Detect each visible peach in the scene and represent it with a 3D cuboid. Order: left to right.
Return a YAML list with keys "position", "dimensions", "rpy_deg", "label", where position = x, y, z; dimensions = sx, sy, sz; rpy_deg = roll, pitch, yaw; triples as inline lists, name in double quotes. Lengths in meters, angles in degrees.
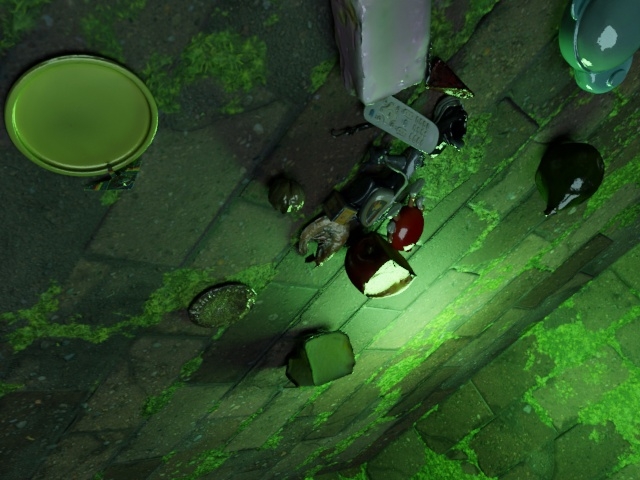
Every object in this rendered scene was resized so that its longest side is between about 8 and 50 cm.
- position: [0.160, 0.073, 1.493]
  dimensions: [0.158, 0.154, 0.267]
  rpy_deg: [-36, 153, 18]
  label: "peach"

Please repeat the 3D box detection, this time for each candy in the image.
- position: [0.108, -0.382, 0.918]
  dimensions: [0.155, 0.116, 0.265]
  rpy_deg: [-24, 145, -8]
  label: "candy"

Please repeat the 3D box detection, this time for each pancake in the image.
- position: [-0.265, 0.180, 1.427]
  dimensions: [0.199, 0.021, 0.199]
  rpy_deg: [-20, 144, -15]
  label: "pancake"

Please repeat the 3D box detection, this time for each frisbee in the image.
- position: [-0.389, -0.201, 0.865]
  dimensions: [0.235, 0.017, 0.236]
  rpy_deg: [-20, 145, -15]
  label: "frisbee"

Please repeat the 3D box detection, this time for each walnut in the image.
- position: [-0.076, -0.100, 1.168]
  dimensions: [0.092, 0.092, 0.092]
  rpy_deg: [-20, 144, -15]
  label: "walnut"

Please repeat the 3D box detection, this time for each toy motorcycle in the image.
- position: [0.141, -0.140, 1.270]
  dimensions: [0.157, 0.091, 0.263]
  rpy_deg: [16, 124, -42]
  label: "toy motorcycle"

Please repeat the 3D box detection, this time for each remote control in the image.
- position: [0.182, -0.261, 1.166]
  dimensions: [0.229, 0.044, 0.073]
  rpy_deg: [19, 94, -34]
  label: "remote control"

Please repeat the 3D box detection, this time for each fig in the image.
- position: [0.733, -0.168, 1.547]
  dimensions: [0.245, 0.195, 0.195]
  rpy_deg: [-67, 154, -24]
  label: "fig"

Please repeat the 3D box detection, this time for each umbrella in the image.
- position: [0.089, -0.247, 1.157]
  dimensions: [0.148, 0.022, 0.022]
  rpy_deg: [-15, 180, -22]
  label: "umbrella"

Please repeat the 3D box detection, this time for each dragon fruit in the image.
- position: [0.283, -0.337, 1.153]
  dimensions: [0.063, 0.097, 0.131]
  rpy_deg: [-43, 163, 23]
  label: "dragon fruit"

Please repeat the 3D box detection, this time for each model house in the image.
- position: [-0.012, 0.414, 1.839]
  dimensions: [0.193, 0.170, 0.211]
  rpy_deg: [-14, 171, -33]
  label: "model house"

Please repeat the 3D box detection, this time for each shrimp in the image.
- position: [0.000, -0.002, 1.384]
  dimensions: [0.132, 0.052, 0.188]
  rpy_deg: [15, 122, -23]
  label: "shrimp"

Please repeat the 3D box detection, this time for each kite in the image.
- position: [-0.379, -0.113, 0.977]
  dimensions: [0.122, 0.004, 0.090]
  rpy_deg: [-24, 159, -3]
  label: "kite"

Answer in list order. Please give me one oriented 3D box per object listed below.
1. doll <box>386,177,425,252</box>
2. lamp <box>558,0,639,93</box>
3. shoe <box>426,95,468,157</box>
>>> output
- position: [0.237, -0.055, 1.444]
  dimensions: [0.183, 0.085, 0.217]
  rpy_deg: [-44, 144, -19]
  label: "doll"
- position: [0.645, -0.466, 1.183]
  dimensions: [0.209, 0.147, 0.284]
  rpy_deg: [-31, 146, -3]
  label: "lamp"
- position: [0.305, -0.252, 1.240]
  dimensions: [0.071, 0.099, 0.169]
  rpy_deg: [-13, 142, -26]
  label: "shoe"
